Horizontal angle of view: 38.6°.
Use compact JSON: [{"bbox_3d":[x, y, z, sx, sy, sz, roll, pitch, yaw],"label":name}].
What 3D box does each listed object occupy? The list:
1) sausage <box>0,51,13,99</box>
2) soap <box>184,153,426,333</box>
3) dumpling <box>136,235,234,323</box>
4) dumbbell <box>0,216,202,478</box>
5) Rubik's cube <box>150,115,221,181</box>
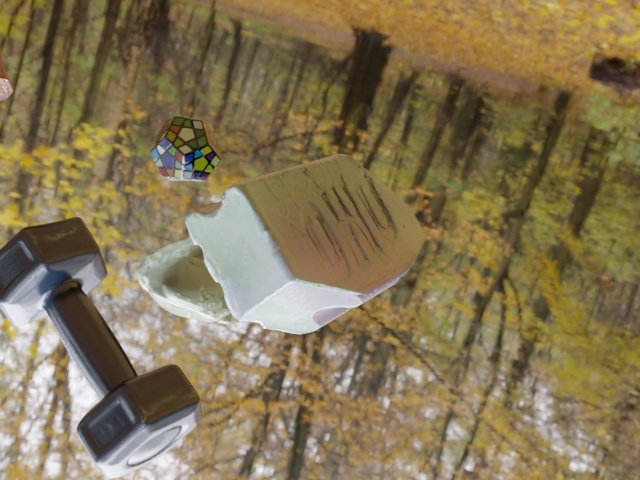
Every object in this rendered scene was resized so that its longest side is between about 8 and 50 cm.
[{"bbox_3d":[-0.696,-0.364,1.933,0.065,0.065,0.169,10,-147,-38],"label":"sausage"},{"bbox_3d":[0.000,0.000,1.576,0.446,0.156,0.261,-22,-100,-57],"label":"soap"},{"bbox_3d":[-0.297,0.113,2.343,0.270,0.211,0.320,-24,172,2],"label":"dumpling"},{"bbox_3d":[-0.281,0.126,1.125,0.156,0.143,0.316,-17,-118,-45],"label":"dumbbell"},{"bbox_3d":[-0.243,-0.163,1.660,0.133,0.133,0.112,20,-147,19],"label":"Rubik's cube"}]
